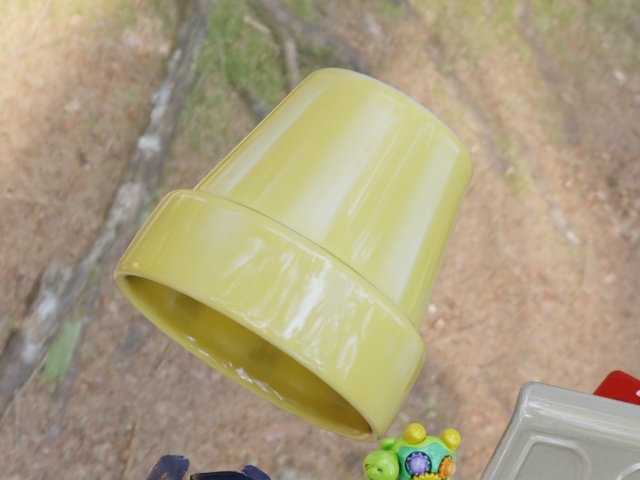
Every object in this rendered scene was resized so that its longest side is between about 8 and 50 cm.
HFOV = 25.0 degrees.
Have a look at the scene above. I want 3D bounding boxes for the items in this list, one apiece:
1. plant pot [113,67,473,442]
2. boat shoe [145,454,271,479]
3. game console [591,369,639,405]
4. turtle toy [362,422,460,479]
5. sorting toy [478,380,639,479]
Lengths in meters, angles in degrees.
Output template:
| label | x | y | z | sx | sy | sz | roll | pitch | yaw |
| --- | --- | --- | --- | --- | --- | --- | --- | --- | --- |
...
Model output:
| label | x | y | z | sx | sy | sz | roll | pitch | yaw |
| --- | --- | --- | --- | --- | --- | --- | --- | --- | --- |
| plant pot | 0.000 | 0.000 | 1.182 | 0.254 | 0.254 | 0.239 | 34 | 75 | -3 |
| boat shoe | -0.076 | 0.285 | 0.806 | 0.127 | 0.341 | 0.158 | 14 | 14 | -19 |
| game console | 0.377 | 0.243 | 1.712 | 0.124 | 0.144 | 0.085 | -48 | 129 | -12 |
| turtle toy | 0.110 | 0.273 | 1.755 | 0.130 | 0.095 | 0.066 | 11 | 47 | -23 |
| sorting toy | 0.232 | 0.239 | 1.169 | 0.307 | 0.229 | 0.041 | 15 | 14 | -30 |
